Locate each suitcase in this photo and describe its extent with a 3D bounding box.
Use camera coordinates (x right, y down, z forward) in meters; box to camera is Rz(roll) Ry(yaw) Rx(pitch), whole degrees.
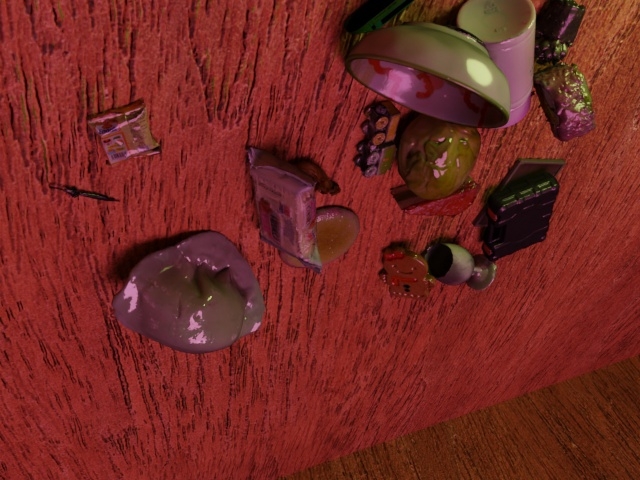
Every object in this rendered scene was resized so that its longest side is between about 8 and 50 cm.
[{"bbox_3d":[0.575,-0.063,2.005,0.206,0.066,0.286,-22,146,-6],"label":"suitcase"}]

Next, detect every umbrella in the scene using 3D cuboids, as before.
[{"bbox_3d":[-0.455,-0.089,1.349,0.148,0.022,0.022,10,173,-42],"label":"umbrella"}]

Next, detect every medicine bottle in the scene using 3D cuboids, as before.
[{"bbox_3d":[0.361,-0.365,1.422,0.152,0.152,0.254,-26,146,-2],"label":"medicine bottle"}]

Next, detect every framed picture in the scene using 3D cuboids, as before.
[{"bbox_3d":[0.570,-0.132,1.984,0.189,0.023,0.260,-4,140,-30],"label":"framed picture"}]

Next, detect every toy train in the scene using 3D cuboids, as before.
[{"bbox_3d":[0.131,-0.223,1.538,0.081,0.060,0.202,-20,146,-23],"label":"toy train"},{"bbox_3d":[0.137,-0.441,1.266,0.209,0.044,0.042,-36,146,13],"label":"toy train"}]

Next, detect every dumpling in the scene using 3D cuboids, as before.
[{"bbox_3d":[-0.308,0.134,1.604,0.211,0.270,0.320,-17,177,25],"label":"dumpling"}]

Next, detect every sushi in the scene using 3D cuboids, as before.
[{"bbox_3d":[0.535,-0.307,1.525,0.107,0.161,0.241,-20,-169,12],"label":"sushi"}]

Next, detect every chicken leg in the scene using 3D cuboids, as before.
[{"bbox_3d":[-0.013,-0.125,1.566,0.178,0.070,0.093,11,107,-58],"label":"chicken leg"}]

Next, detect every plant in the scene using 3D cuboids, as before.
[{"bbox_3d":[0.498,-0.445,1.474,0.092,0.094,0.143,-14,135,-43],"label":"plant"}]

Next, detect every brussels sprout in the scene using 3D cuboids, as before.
[{"bbox_3d":[0.274,-0.193,1.580,0.223,0.161,0.223,-23,152,-13],"label":"brussels sprout"}]

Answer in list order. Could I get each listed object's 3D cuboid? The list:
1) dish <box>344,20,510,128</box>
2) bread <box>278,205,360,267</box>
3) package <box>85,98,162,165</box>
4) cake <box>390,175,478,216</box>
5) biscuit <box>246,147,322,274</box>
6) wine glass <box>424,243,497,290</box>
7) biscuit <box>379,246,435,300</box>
[{"bbox_3d":[0.216,-0.328,1.295,0.324,0.324,0.124,21,91,-48],"label":"dish"},{"bbox_3d":[0.000,0.000,1.762,0.228,0.033,0.228,-18,146,-13],"label":"bread"},{"bbox_3d":[-0.358,-0.193,1.269,0.108,0.031,0.121,-20,140,-11],"label":"package"},{"bbox_3d":[0.289,-0.100,1.779,0.220,0.086,0.117,-20,143,-12],"label":"cake"},{"bbox_3d":[-0.071,-0.063,1.513,0.079,0.186,0.309,-44,153,-30],"label":"biscuit"},{"bbox_3d":[0.417,0.078,2.069,0.241,0.126,0.126,16,127,-44],"label":"wine glass"},{"bbox_3d":[0.248,0.100,1.988,0.165,0.036,0.225,9,143,16],"label":"biscuit"}]
